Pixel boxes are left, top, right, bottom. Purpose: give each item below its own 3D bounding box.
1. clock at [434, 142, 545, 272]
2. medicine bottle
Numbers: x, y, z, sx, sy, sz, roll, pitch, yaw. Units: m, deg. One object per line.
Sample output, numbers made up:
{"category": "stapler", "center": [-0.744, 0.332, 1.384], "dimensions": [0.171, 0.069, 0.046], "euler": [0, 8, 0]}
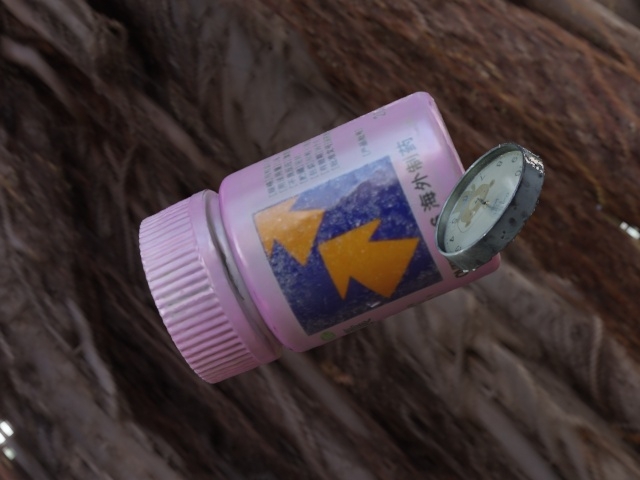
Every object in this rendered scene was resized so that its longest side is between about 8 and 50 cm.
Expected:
{"category": "clock", "center": [0.101, -0.021, 0.741], "dimensions": [0.085, 0.017, 0.085], "euler": [-47, 22, 26]}
{"category": "medicine bottle", "center": [0.000, 0.000, 1.106], "dimensions": [0.290, 0.178, 0.178], "euler": [-23, -25, 7]}
